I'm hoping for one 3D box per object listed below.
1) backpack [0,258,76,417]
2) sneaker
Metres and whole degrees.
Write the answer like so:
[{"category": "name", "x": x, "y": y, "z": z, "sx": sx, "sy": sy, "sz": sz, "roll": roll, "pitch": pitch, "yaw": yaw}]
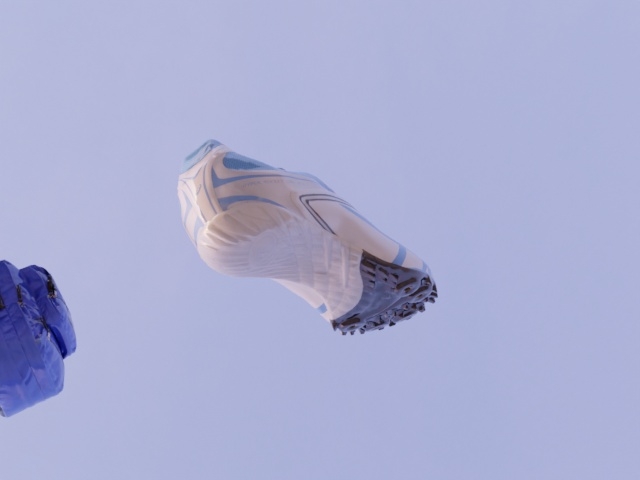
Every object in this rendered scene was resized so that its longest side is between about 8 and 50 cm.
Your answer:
[{"category": "backpack", "x": -0.269, "y": 0.086, "z": 1.091, "sx": 0.101, "sy": 0.098, "sz": 0.120, "roll": -23, "pitch": -128, "yaw": -6}, {"category": "sneaker", "x": 0.000, "y": 0.000, "z": 0.807, "sx": 0.085, "sy": 0.237, "sz": 0.086, "roll": -32, "pitch": -125, "yaw": 24}]
